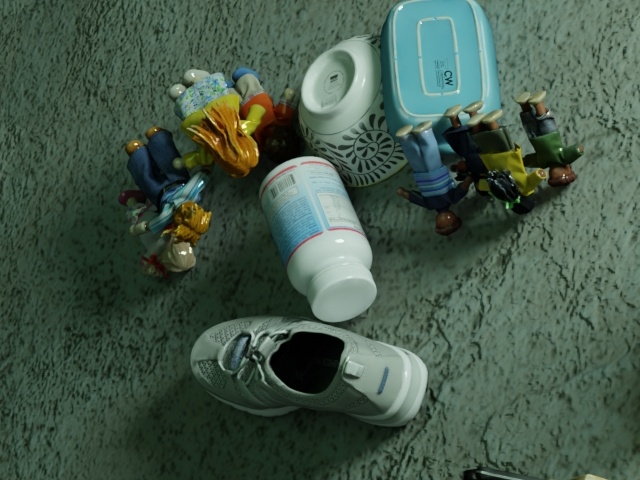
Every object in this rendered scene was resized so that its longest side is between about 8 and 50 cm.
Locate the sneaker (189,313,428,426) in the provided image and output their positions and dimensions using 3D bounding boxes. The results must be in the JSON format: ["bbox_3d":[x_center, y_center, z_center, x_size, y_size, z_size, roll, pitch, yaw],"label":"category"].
[{"bbox_3d":[-0.032,0.109,1.843,0.281,0.115,0.105,1,70,42],"label":"sneaker"}]

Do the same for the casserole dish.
[{"bbox_3d":[0.116,-0.171,1.870,0.114,0.037,0.188,-5,61,4],"label":"casserole dish"}]

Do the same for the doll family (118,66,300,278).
[{"bbox_3d":[-0.137,-0.076,2.030,0.263,0.118,0.163,-47,46,14],"label":"doll family"}]

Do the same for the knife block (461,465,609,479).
[{"bbox_3d":[0.243,0.258,1.559,0.276,0.242,0.088,17,79,0],"label":"knife block"}]

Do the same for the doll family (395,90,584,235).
[{"bbox_3d":[0.154,-0.067,1.788,0.193,0.111,0.076,-3,28,48],"label":"doll family"}]

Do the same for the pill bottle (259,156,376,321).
[{"bbox_3d":[0.000,0.000,1.890,0.087,0.087,0.160,-39,48,21],"label":"pill bottle"}]

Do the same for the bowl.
[{"bbox_3d":[0.032,-0.146,1.941,0.170,0.080,0.170,-21,56,35],"label":"bowl"}]
